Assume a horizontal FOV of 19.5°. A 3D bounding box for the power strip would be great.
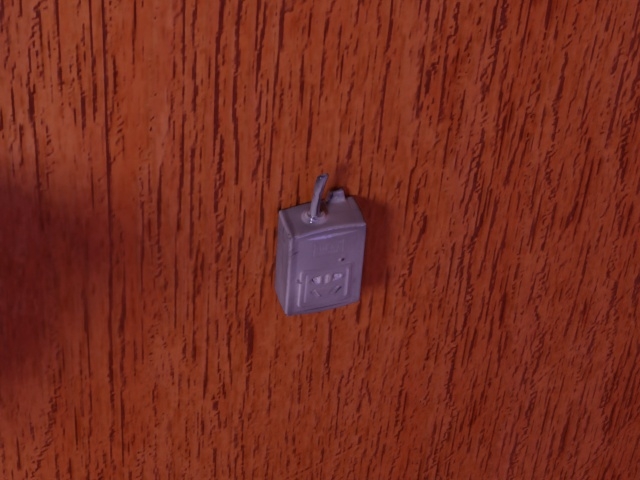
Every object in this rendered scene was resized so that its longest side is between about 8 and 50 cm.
[{"bbox_3d":[0.000,0.000,1.669,0.075,0.042,0.175,-11,138,-13],"label":"power strip"}]
